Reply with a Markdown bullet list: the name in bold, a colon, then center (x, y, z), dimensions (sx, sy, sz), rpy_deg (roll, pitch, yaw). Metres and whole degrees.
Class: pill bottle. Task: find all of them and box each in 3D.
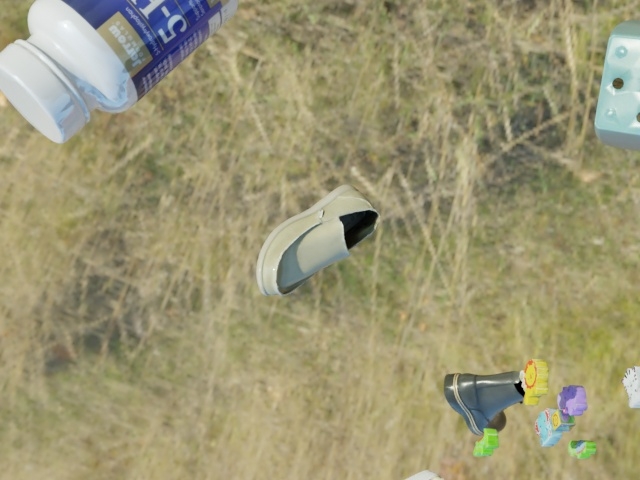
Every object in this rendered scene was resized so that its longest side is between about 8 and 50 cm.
- **pill bottle**: center (-0.167, -0.168, 0.899), dimensions (0.112, 0.186, 0.112), rpy_deg (39, 162, 15)

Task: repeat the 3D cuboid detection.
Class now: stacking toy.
- **stacking toy**: center (0.318, 0.231, 1.498), dimensions (0.167, 0.052, 0.221), rpy_deg (5, 143, -15)

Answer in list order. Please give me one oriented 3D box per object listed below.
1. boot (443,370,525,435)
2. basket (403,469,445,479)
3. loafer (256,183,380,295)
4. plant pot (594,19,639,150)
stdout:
- **boot**: center (0.314, 0.283, 1.927), dimensions (0.137, 0.076, 0.198), rpy_deg (-11, 149, 30)
- **basket**: center (0.071, 0.292, 0.953), dimensions (0.103, 0.167, 0.113), rpy_deg (23, 129, 49)
- **loafer**: center (0.000, 0.000, 1.860), dimensions (0.092, 0.268, 0.102), rpy_deg (20, 141, 38)
- **plant pot**: center (0.414, -0.175, 1.302), dimensions (0.166, 0.165, 0.234), rpy_deg (13, -169, 30)
